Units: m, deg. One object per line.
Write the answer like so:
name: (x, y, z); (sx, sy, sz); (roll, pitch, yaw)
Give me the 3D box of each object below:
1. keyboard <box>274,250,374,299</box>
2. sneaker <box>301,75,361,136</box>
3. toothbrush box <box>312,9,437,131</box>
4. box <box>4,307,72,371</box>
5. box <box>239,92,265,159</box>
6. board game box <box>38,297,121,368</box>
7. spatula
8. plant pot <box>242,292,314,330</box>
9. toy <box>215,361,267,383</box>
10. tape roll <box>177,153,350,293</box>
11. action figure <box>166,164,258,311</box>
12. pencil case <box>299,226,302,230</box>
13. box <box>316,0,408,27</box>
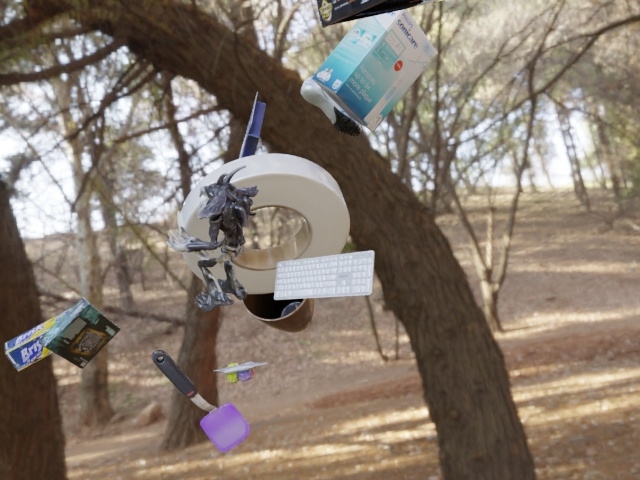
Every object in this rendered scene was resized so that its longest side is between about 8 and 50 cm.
keyboard: (0.000, 0.064, 1.140); (0.014, 0.072, 0.256); (21, -19, -37)
sneaker: (0.044, -0.416, 2.020); (0.237, 0.086, 0.085); (40, -32, -18)
toothbrush box: (0.156, -0.493, 1.841); (0.295, 0.126, 0.216); (-51, -41, 3)
box: (-0.635, 0.227, 1.513); (0.168, 0.059, 0.054); (-30, 29, -15)
box: (-0.187, -0.274, 1.764); (0.036, 0.136, 0.225); (13, -39, -9)
board game box: (-0.526, 0.208, 1.450); (0.126, 0.026, 0.186); (-48, -20, -16)
spatula: (-0.239, 0.312, 1.291); (0.084, 0.296, 0.030); (-32, 34, -1)
plant pot: (-0.105, 0.193, 2.019); (0.215, 0.215, 0.230); (-13, -33, 9)
toy: (-0.259, 0.429, 2.117); (0.136, 0.056, 0.237); (-10, -3, -19)
tape roll: (-0.127, -0.026, 1.501); (0.391, 0.072, 0.392); (-9, -43, -9)
action figure: (-0.193, -0.012, 1.181); (0.140, 0.276, 0.164); (17, 30, 21)
pencil case: (0.000, 0.000, 2.126); (0.119, 0.133, 0.306); (23, -2, 5)
box: (0.181, -0.495, 1.274); (0.295, 0.073, 0.293); (-18, 13, -22)
